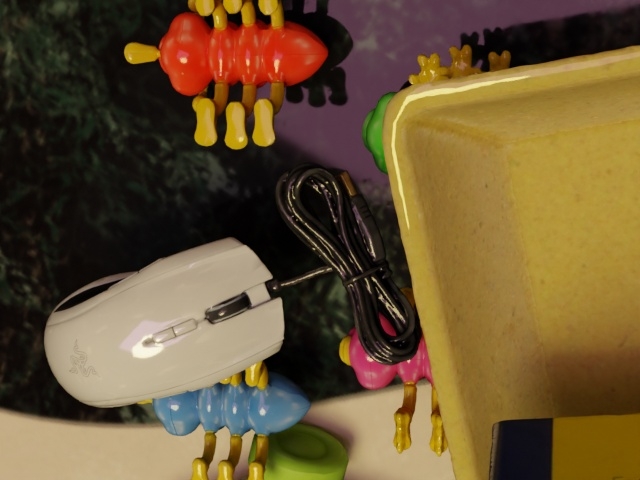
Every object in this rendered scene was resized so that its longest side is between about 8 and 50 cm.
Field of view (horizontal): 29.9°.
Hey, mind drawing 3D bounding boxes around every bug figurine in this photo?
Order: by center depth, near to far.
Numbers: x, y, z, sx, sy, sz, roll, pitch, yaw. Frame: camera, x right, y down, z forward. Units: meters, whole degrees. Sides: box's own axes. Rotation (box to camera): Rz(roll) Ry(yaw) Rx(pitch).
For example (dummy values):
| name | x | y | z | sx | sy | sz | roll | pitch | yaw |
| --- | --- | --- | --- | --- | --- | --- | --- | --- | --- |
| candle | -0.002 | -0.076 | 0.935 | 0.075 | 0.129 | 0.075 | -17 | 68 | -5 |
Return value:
| name | x | y | z | sx | sy | sz | roll | pitch | yaw |
| --- | --- | --- | --- | --- | --- | --- | --- | --- | --- |
| bug figurine | 0.000 | 0.000 | 0.634 | 0.216 | 0.072 | 0.279 | 6 | 102 | 10 |

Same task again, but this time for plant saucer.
| name | x | y | z | sx | sy | sz | roll | pitch | yaw |
| --- | --- | --- | --- | --- | --- | --- | --- | --- | --- |
| plant saucer | 0.223 | 0.053 | 0.546 | 0.332 | 0.081 | 0.333 | -8 | 110 | 14 |

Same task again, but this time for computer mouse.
| name | x | y | z | sx | sy | sz | roll | pitch | yaw |
| --- | --- | --- | --- | --- | --- | --- | --- | --- | --- |
| computer mouse | -0.055 | 0.039 | 0.592 | 0.193 | 0.042 | 0.106 | -22 | 97 | 14 |

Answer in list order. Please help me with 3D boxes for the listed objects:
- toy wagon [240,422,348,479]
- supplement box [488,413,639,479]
| name | x | y | z | sx | sy | sz | roll | pitch | yaw |
| --- | --- | --- | --- | --- | --- | --- | --- | --- | --- |
| toy wagon | 0.049 | 0.267 | 0.692 | 0.344 | 0.068 | 0.267 | 18 | 109 | 12 |
| supplement box | 0.247 | 0.187 | 0.446 | 0.356 | 0.195 | 0.194 | -4 | 111 | 13 |
